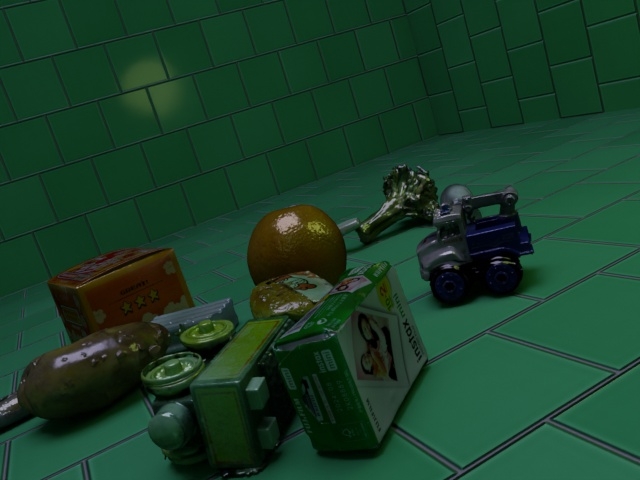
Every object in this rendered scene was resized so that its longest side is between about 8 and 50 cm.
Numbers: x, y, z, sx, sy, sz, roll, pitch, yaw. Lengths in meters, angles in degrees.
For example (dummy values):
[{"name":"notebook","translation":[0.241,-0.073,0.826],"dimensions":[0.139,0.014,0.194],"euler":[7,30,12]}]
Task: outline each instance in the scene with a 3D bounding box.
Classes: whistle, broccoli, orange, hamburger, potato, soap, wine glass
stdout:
[{"name":"whistle","translation":[-0.001,-0.002,1.775],"dimensions":[0.253,0.106,0.102],"euler":[-26,47,16]},{"name":"broccoli","translation":[0.241,-0.078,1.811],"dimensions":[0.198,0.177,0.275],"euler":[23,61,18]},{"name":"whistle","translation":[-0.549,0.306,1.303],"dimensions":[0.326,0.057,0.068],"euler":[-25,59,-32]},{"name":"orange","translation":[-0.050,0.037,1.364],"dimensions":[0.236,0.237,0.236],"euler":[-17,12,4]},{"name":"hamburger","translation":[-0.061,0.140,1.163],"dimensions":[0.235,0.125,0.214],"euler":[-9,8,-14]},{"name":"potato","translation":[-0.423,0.246,1.198],"dimensions":[0.296,0.141,0.191],"euler":[-25,-2,-27]},{"name":"soap","translation":[-0.295,0.196,1.402],"dimensions":[0.197,0.067,0.119],"euler":[-15,14,12]},{"name":"wine glass","translation":[0.446,-0.093,1.631],"dimensions":[0.264,0.096,0.309],"euler":[-7,13,12]}]

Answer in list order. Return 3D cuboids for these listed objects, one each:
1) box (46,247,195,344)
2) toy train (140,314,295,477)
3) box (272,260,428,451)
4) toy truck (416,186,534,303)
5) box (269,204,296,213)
[{"name":"box","translation":[-0.507,0.146,1.593],"dimensions":[0.259,0.214,0.283],"euler":[-24,13,-35]},{"name":"toy train","translation":[-0.133,0.210,0.907],"dimensions":[0.188,0.159,0.272],"euler":[-7,14,18]},{"name":"box","translation":[0.049,0.150,0.855],"dimensions":[0.102,0.180,0.250],"euler":[-15,13,31]},{"name":"toy truck","translation":[0.283,0.006,1.169],"dimensions":[0.213,0.177,0.161],"euler":[-13,14,18]},{"name":"box","translation":[-0.059,0.019,1.542],"dimensions":[0.081,0.199,0.135],"euler":[-21,10,-6]}]
